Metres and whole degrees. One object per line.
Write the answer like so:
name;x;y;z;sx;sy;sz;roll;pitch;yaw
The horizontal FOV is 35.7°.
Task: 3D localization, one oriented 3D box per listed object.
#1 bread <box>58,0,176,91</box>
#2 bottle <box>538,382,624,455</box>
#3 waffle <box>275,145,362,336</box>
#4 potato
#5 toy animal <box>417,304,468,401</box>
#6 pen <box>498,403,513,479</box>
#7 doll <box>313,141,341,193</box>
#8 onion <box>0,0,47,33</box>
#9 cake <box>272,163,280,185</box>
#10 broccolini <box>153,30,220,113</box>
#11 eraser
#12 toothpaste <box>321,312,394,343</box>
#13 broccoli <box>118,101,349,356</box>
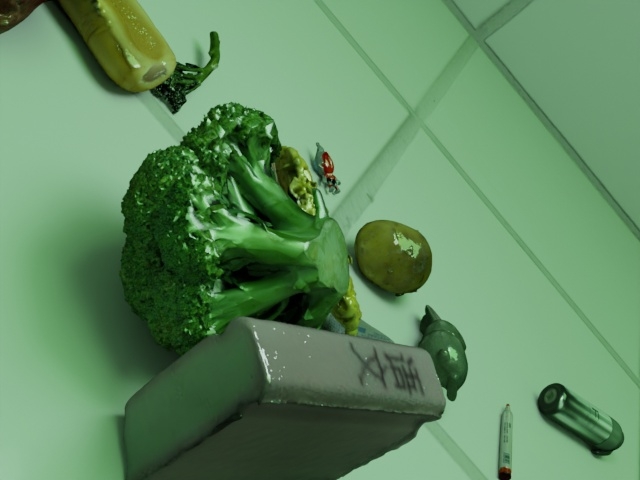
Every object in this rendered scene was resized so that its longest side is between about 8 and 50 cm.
bread;-0.371;-0.389;1.697;0.305;0.091;0.142;56;30;7
bottle;0.589;0.409;2.241;0.253;0.079;0.096;33;72;-32
waffle;-0.003;0.001;1.639;0.312;0.060;0.307;-117;-174;-45
potato;0.147;0.034;1.957;0.175;0.137;0.137;26;38;-37
toy animal;0.235;0.201;1.900;0.108;0.138;0.236;17;35;5
pen;0.370;0.396;1.980;0.026;0.026;0.218;45;29;-15
doll;0.010;-0.149;2.052;0.057;0.039;0.114;-13;74;-30
onion;-0.445;-0.500;1.459;0.353;0.353;0.354;36;32;-28
cake;-0.103;-0.068;1.725;0.287;0.135;0.098;65;14;3
broccolini;-0.256;-0.342;1.849;0.123;0.062;0.271;58;30;-22
eraser;-0.046;0.224;1.302;0.359;0.272;0.122;16;47;-46
toothpaste;0.052;0.164;1.744;0.282;0.068;0.099;36;1;-11
broccoli;-0.126;0.018;1.373;0.321;0.310;0.414;-10;99;-29
